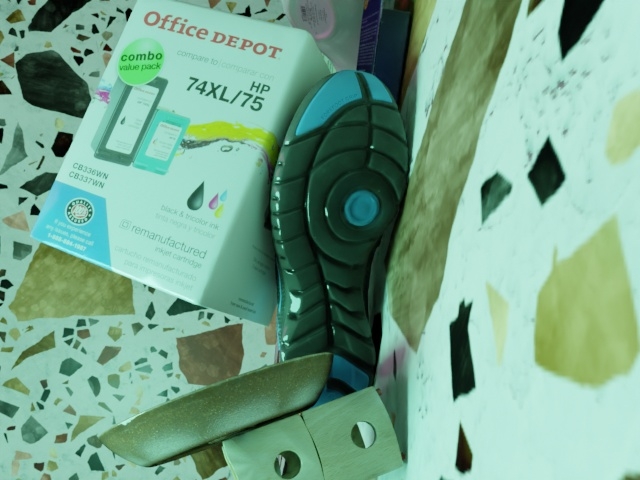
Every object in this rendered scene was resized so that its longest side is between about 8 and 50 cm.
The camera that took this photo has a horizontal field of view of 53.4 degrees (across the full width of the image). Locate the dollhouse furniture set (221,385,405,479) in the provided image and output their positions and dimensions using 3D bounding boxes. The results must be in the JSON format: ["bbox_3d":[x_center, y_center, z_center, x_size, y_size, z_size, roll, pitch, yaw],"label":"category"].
[{"bbox_3d":[0.009,0.233,0.518,0.129,0.129,0.184,113,138,-69],"label":"dollhouse furniture set"}]

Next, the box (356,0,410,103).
[{"bbox_3d":[0.061,-0.176,0.716,0.136,0.036,0.225,-106,22,-74],"label":"box"}]

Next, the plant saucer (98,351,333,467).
[{"bbox_3d":[-0.076,0.143,0.520,0.198,0.198,0.036,113,138,-70],"label":"plant saucer"}]

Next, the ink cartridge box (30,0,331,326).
[{"bbox_3d":[-0.119,-0.076,0.677,0.197,0.198,0.270,44,-114,-71],"label":"ink cartridge box"}]

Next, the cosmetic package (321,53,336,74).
[{"bbox_3d":[-0.100,-0.282,1.103,0.129,0.296,0.153,-113,30,-76],"label":"cosmetic package"}]

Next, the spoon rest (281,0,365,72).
[{"bbox_3d":[0.016,-0.255,0.847,0.084,0.137,0.276,-49,-34,-38],"label":"spoon rest"}]

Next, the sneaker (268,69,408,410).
[{"bbox_3d":[0.000,0.000,0.647,0.140,0.125,0.341,-119,36,-71],"label":"sneaker"}]
